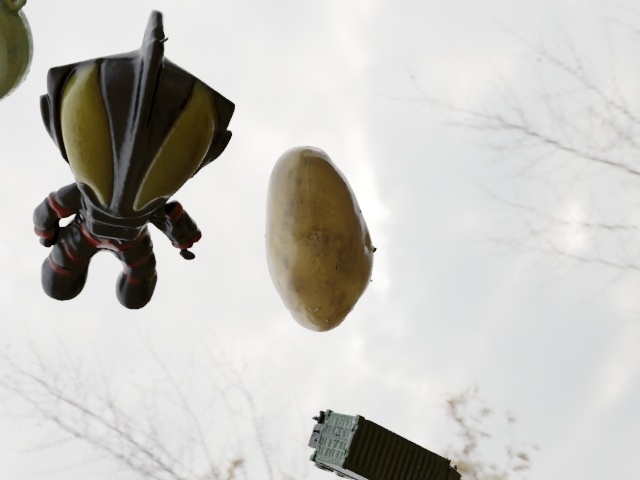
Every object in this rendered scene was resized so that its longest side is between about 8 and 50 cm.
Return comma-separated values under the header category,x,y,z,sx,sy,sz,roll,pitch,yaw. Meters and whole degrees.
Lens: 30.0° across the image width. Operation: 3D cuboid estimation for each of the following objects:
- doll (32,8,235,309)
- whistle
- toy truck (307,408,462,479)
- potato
category,x,y,z,sx,sy,sz,roll,pitch,yaw
doll,-0.135,-0.047,0.844,0.127,0.088,0.248,-10,-39,-36
whistle,-0.376,-0.163,1.168,0.126,0.258,0.067,51,-155,-6
toy truck,0.099,0.329,1.745,0.259,0.121,0.088,31,-109,-33
potato,0.000,-0.002,1.394,0.161,0.128,0.234,-75,-21,-74
